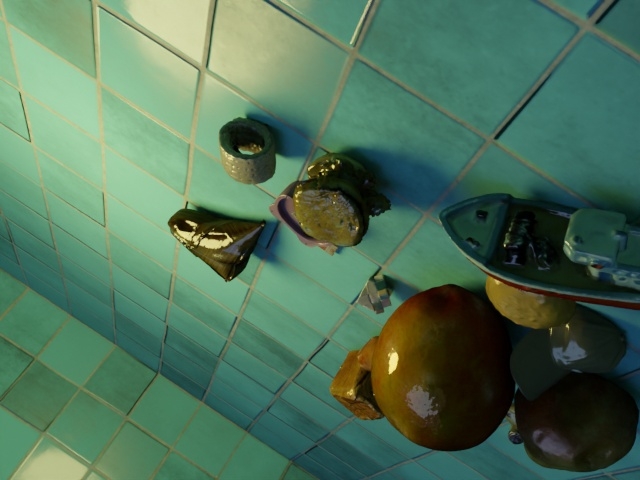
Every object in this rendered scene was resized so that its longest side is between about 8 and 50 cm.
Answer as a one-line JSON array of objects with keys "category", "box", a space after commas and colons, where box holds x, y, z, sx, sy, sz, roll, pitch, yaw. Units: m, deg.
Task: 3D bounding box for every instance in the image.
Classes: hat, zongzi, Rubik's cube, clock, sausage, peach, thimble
[{"category": "hat", "box": [0.455, 0.224, 1.243, 0.166, 0.173, 0.144, 48, 155, -26]}, {"category": "zongzi", "box": [-0.253, -0.032, 1.635, 0.221, 0.112, 0.242, 35, 143, 0]}, {"category": "Rubik's cube", "box": [0.127, 0.121, 1.506, 0.073, 0.075, 0.084, 31, 112, 5]}, {"category": "clock", "box": [-0.031, -0.053, 1.432, 0.152, 0.050, 0.110, 45, 149, -18]}, {"category": "sausage", "box": [0.193, 0.272, 1.647, 0.109, 0.109, 0.270, 45, 149, -18]}, {"category": "peach", "box": [0.513, 0.357, 1.368, 0.235, 0.214, 0.214, -4, 138, 16]}, {"category": "peach", "box": [0.247, 0.249, 1.369, 0.307, 0.308, 0.332, 14, 112, 31]}, {"category": "thimble", "box": [-0.141, -0.170, 1.318, 0.115, 0.102, 0.090, 54, 161, 28]}]

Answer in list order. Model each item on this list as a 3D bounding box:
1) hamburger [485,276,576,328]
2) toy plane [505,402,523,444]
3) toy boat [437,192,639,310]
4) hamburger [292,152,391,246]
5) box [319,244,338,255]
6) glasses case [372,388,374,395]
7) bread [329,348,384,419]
[{"category": "hamburger", "box": [0.364, 0.076, 1.161, 0.162, 0.115, 0.162, 23, 149, 14]}, {"category": "toy plane", "box": [0.445, 0.398, 1.599, 0.286, 0.092, 0.108, 24, 128, 16]}, {"category": "toy boat", "box": [0.341, 0.001, 1.036, 0.331, 0.145, 0.133, 13, 156, 25]}, {"category": "hamburger", "box": [0.043, -0.081, 1.249, 0.184, 0.131, 0.159, 15, 137, 19]}, {"category": "box", "box": [0.000, 0.000, 1.518, 0.083, 0.012, 0.046, 35, 150, 1]}, {"category": "glasses case", "box": [0.236, 0.348, 1.634, 0.218, 0.049, 0.075, 2, 164, -29]}, {"category": "bread", "box": [0.128, 0.388, 1.825, 0.149, 0.158, 0.143, 37, 150, -14]}]
